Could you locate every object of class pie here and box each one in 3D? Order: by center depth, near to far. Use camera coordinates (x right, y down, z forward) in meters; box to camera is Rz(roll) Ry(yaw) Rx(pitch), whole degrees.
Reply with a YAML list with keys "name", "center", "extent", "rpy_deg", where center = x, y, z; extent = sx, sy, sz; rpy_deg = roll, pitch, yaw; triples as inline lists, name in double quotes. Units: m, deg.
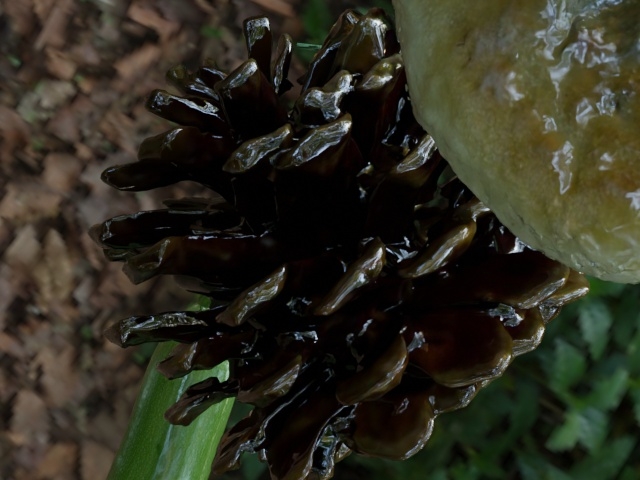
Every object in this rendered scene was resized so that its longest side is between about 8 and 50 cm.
- name: "pie"
  center: [0.116, -0.078, 0.597]
  extent: [0.052, 0.218, 0.185]
  rpy_deg: [0, 116, -65]

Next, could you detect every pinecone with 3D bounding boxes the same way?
- name: "pinecone"
  center: [0.000, 0.000, 1.431]
  extent: [0.398, 0.398, 0.397]
  rpy_deg: [-16, 118, -31]

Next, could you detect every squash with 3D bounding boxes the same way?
- name: "squash"
  center: [-0.167, 0.228, 1.957]
  extent: [0.107, 0.107, 0.395]
  rpy_deg: [15, 101, -40]

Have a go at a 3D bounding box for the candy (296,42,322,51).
- name: "candy"
  center: [0.044, -0.200, 1.912]
  extent: [0.049, 0.185, 0.055]
  rpy_deg: [-50, 131, -28]
